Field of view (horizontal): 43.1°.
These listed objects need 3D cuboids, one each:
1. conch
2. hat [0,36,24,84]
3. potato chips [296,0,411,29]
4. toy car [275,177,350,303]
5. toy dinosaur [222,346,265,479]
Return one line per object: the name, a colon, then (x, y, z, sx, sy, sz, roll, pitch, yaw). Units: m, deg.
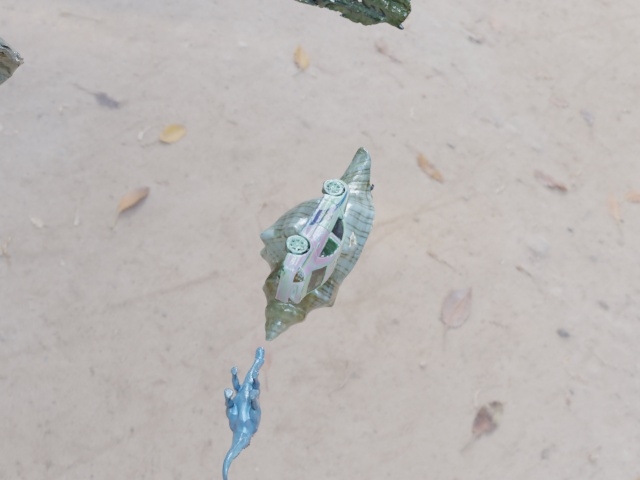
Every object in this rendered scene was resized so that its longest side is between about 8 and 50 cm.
conch: (-0.010, -0.003, 1.415, 0.169, 0.203, 0.386, 22, 85, -44)
hat: (-0.712, -0.392, 1.571, 0.149, 0.214, 0.245, -43, 90, -4)
potato chips: (0.048, -0.375, 1.210, 0.207, 0.092, 0.028, 25, 9, 29)
toy car: (-0.001, 0.001, 1.238, 0.076, 0.090, 0.224, 24, 50, 8)
toy dinosaur: (-0.090, 0.200, 0.967, 0.045, 0.080, 0.197, 2, 46, 9)
